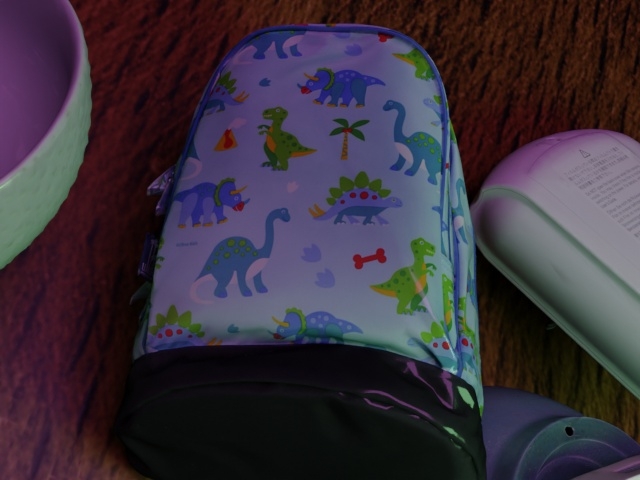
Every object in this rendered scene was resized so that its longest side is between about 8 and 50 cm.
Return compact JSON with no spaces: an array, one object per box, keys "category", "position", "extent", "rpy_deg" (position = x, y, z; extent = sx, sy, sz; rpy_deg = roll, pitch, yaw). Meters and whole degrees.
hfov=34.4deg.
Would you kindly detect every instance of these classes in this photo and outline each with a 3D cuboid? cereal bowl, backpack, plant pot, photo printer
[{"category":"cereal bowl","position":[-0.320,-0.067,0.702],"extent":[0.339,0.141,0.339],"rpy_deg":[1,50,-2]},{"category":"backpack","position":[0.000,0.000,0.833],"extent":[0.290,0.273,0.355],"rpy_deg":[3,45,14]},{"category":"plant pot","position":[0.168,0.250,0.859],"extent":[0.293,0.196,0.293],"rpy_deg":[11,65,-26]},{"category":"photo printer","position":[0.311,0.012,1.042],"extent":[0.307,0.107,0.256],"rpy_deg":[44,42,20]}]

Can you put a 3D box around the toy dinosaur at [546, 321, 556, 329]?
[{"category":"toy dinosaur","position":[0.263,0.051,1.074],"extent":[0.047,0.090,0.082],"rpy_deg":[57,9,-10]}]

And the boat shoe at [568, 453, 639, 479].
[{"category":"boat shoe","position":[0.260,0.197,0.778],"extent":[0.184,0.066,0.063],"rpy_deg":[-7,88,-35]}]
